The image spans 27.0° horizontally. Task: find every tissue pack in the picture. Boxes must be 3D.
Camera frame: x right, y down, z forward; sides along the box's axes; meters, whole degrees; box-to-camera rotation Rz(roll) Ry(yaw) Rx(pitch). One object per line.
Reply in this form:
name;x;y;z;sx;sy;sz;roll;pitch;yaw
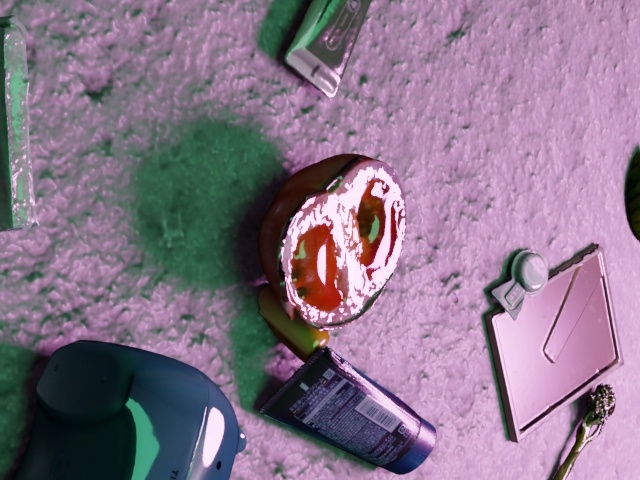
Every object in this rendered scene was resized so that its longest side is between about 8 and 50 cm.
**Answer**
tissue pack;-0.211;0.261;1.397;0.206;0.198;0.288;32;70;-41

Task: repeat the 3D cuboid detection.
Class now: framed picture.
framed picture;0.366;0.155;2.054;0.289;0.016;0.213;-28;111;-38

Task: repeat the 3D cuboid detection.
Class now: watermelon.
watermelon;0.541;-0.047;2.189;0.092;0.075;0.181;-95;161;-60

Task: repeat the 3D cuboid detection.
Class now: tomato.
tomato;0.000;0.000;1.634;0.228;0.112;0.199;-34;124;-35

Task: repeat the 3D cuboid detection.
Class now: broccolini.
broccolini;0.405;0.335;2.077;0.071;0.057;0.254;37;65;-16

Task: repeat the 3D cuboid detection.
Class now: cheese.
cheese;0.301;0.059;1.968;0.067;0.026;0.121;49;58;-11

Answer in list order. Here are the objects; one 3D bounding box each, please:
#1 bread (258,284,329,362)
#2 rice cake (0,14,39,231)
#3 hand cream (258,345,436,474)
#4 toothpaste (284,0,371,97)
bread;-0.034;0.104;1.658;0.049;0.103;0.062;-42;164;-19
rice cake;-0.329;-0.112;1.316;0.038;0.124;0.211;-8;93;-48
hand cream;0.046;0.227;1.712;0.120;0.061;0.270;-45;134;11
toothpaste;0.058;-0.372;1.693;0.098;0.061;0.392;34;74;-40
